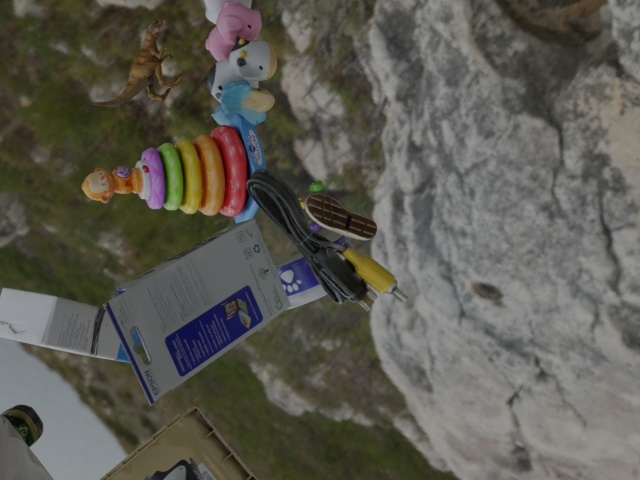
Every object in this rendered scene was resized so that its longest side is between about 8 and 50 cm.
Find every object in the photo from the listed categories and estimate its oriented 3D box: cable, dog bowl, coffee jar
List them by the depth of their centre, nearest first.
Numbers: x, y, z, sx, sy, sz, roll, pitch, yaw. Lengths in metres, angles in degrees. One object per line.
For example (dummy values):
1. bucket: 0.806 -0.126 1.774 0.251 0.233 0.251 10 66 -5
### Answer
1. cable: 0.000 0.000 1.228 0.287 0.072 0.139 48 158 -14
2. coffee jar: -0.558 0.355 1.460 0.096 0.184 0.079 -30 97 16
3. dog bowl: -0.039 0.074 2.059 0.264 0.264 0.104 -12 103 54

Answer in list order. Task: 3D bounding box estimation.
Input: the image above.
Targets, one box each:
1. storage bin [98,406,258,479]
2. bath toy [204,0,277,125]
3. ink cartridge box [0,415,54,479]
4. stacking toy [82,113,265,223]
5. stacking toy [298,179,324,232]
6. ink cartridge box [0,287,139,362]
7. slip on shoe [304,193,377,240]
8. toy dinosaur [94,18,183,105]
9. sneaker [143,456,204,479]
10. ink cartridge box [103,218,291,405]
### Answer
1. storage bin: -0.268 0.511 1.675 0.262 0.260 0.123 46 162 17
2. bath toy: -0.166 -0.384 1.617 0.151 0.348 0.129 -23 148 18
3. ink cartridge box: -0.434 0.356 0.803 0.166 0.394 0.286 -107 2 -45
4. stacking toy: -0.256 -0.109 1.461 0.166 0.301 0.175 123 135 -56
5. stacking toy: -0.002 -0.045 2.102 0.052 0.221 0.167 -6 106 14
6. ink cartridge box: -0.432 0.148 1.461 0.148 0.086 0.203 5 167 33
7. slip on shoe: 0.030 -0.037 1.421 0.135 0.052 0.041 21 168 -20
8. toy dinosaur: -0.310 -0.285 1.483 0.112 0.212 0.064 32 156 -26
9. sneaker: -0.164 0.372 1.204 0.234 0.153 0.094 -11 129 16
10. ink cartridge box: -0.191 0.101 1.298 0.065 0.332 0.166 -13 102 40
